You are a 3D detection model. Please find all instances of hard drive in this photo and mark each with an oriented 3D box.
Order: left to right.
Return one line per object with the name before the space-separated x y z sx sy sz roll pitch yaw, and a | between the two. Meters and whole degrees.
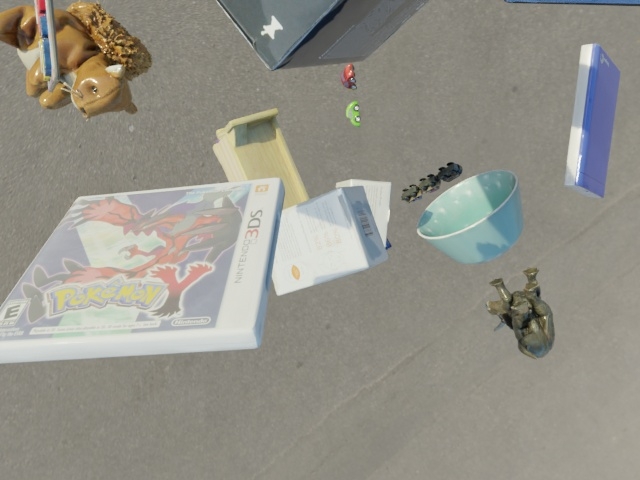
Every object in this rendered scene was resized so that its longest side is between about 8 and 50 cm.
hard drive | 0.652 -0.274 1.206 0.210 0.040 0.318 7 91 -47

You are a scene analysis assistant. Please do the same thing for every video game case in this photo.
video game case | -0.136 0.014 0.407 0.202 0.183 0.023 -5 129 7

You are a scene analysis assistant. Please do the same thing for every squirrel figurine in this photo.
squirrel figurine | -0.695 -0.549 1.540 0.397 0.371 0.281 -50 162 -31

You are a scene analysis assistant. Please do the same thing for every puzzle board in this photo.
puzzle board | -0.237 -0.197 0.431 0.011 0.096 0.128 -6 101 -31

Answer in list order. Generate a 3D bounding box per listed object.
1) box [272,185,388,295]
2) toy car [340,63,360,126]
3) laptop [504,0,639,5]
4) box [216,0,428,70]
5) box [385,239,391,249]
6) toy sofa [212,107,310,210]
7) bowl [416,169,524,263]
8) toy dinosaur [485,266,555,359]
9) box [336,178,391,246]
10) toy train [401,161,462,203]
box | 0.000 0.000 0.812 0.171 0.091 0.130 -19 89 28
toy car | 0.111 -0.528 1.857 0.053 0.239 0.224 -7 106 7
laptop | 0.242 -0.390 0.512 0.408 0.382 0.236 -9 117 -33
box | -0.008 -0.410 0.654 0.212 0.395 0.293 -37 95 29
box | 0.088 0.013 1.533 0.225 0.036 0.136 -26 82 -18
toy sofa | -0.144 -0.157 1.380 0.150 0.177 0.362 -25 93 -29
bowl | 0.455 -0.048 1.456 0.312 0.311 0.163 -39 107 -3
toy dinosaur | 0.420 0.159 1.010 0.121 0.313 0.160 -26 106 8
box | 0.112 -0.076 1.426 0.119 0.182 0.180 5 92 -11
toy train | 0.210 -0.108 0.964 0.036 0.158 0.027 9 68 -28
